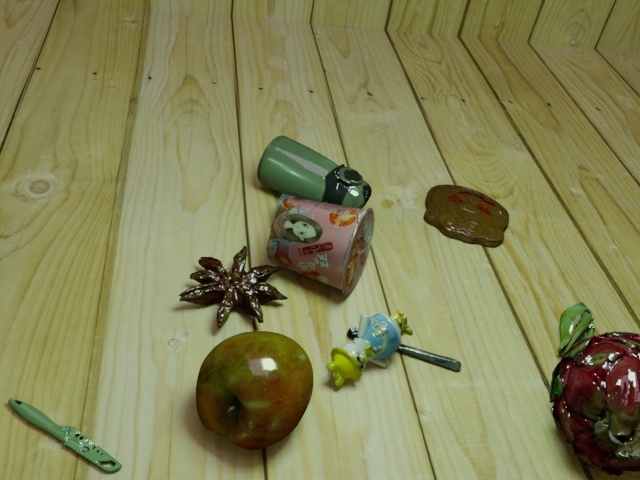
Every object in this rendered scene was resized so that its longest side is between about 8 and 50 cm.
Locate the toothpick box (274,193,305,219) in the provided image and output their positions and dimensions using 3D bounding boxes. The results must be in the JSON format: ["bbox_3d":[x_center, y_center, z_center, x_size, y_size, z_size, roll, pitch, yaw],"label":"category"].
[{"bbox_3d":[-0.049,-0.073,1.995,0.153,0.101,0.101,13,40,1],"label":"toothpick box"}]

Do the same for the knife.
[{"bbox_3d":[-0.526,0.394,1.405,0.293,0.020,0.043,27,41,17],"label":"knife"}]

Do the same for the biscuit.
[{"bbox_3d":[0.462,-0.088,2.175,0.272,0.049,0.257,18,41,11],"label":"biscuit"}]

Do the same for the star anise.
[{"bbox_3d":[-0.225,0.114,1.750,0.288,0.088,0.288,5,40,-4],"label":"star anise"}]

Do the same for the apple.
[{"bbox_3d":[-0.133,0.313,1.467,0.246,0.246,0.226,32,26,23],"label":"apple"}]

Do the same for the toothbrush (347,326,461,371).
[{"bbox_3d":[0.210,0.270,1.712,0.297,0.031,0.030,17,66,5],"label":"toothbrush"}]

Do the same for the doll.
[{"bbox_3d":[0.112,0.255,1.635,0.241,0.135,0.098,-35,55,-27],"label":"doll"}]

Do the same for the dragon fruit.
[{"bbox_3d":[0.665,0.350,1.516,0.328,0.329,0.329,6,40,-6],"label":"dragon fruit"}]

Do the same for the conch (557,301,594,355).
[{"bbox_3d":[0.685,0.233,1.830,0.094,0.079,0.201,25,58,-3],"label":"conch"}]

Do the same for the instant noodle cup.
[{"bbox_3d":[0.000,0.000,1.829,0.231,0.243,0.243,16,40,15],"label":"instant noodle cup"}]

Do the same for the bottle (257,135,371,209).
[{"bbox_3d":[-0.012,-0.182,2.084,0.346,0.169,0.168,26,42,13],"label":"bottle"}]
